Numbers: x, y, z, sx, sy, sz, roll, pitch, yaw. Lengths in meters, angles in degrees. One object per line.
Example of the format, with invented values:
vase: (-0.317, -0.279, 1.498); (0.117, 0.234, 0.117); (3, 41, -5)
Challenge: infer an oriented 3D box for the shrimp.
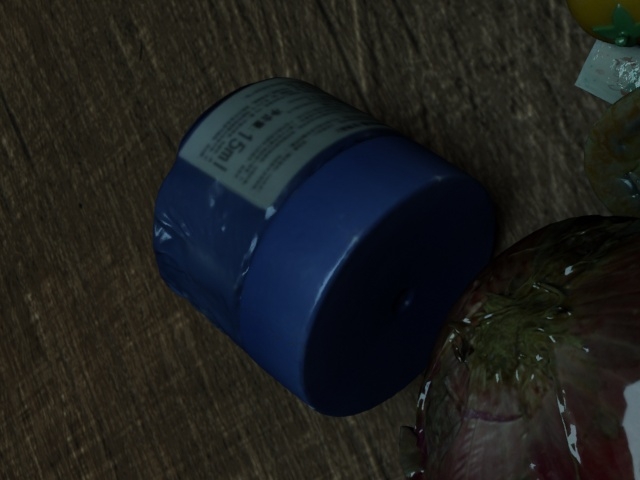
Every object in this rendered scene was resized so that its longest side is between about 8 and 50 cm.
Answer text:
shrimp: (0.312, -0.080, 0.825); (0.152, 0.046, 0.219); (49, 129, 10)

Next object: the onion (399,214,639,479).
onion: (0.217, 0.136, 0.749); (0.353, 0.353, 0.354); (1, 91, 35)

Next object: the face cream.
face cream: (0.000, 0.000, 0.952); (0.225, 0.249, 0.249); (37, 111, 35)

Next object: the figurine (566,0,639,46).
figurine: (0.258, -0.268, 0.844); (0.324, 0.124, 0.222); (-8, 89, 38)

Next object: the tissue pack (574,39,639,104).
tissue pack: (0.277, -0.134, 0.886); (0.108, 0.023, 0.056); (34, 112, 30)
